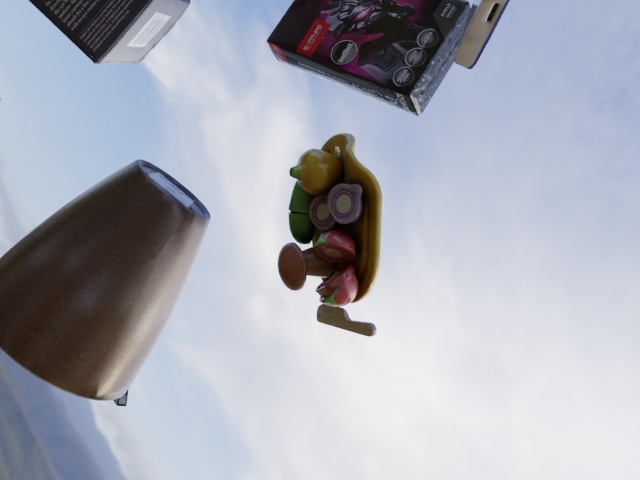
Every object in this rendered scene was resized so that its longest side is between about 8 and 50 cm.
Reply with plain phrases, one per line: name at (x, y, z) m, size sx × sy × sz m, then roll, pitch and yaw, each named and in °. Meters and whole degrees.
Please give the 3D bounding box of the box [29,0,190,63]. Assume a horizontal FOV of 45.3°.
box at (-0.268, -0.306, 0.856) m, size 0.207 × 0.108 × 0.153 m, roll 44°, pitch 12°, yaw -6°

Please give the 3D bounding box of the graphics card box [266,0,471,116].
graphics card box at (0.098, -0.423, 1.571) m, size 0.371 × 0.232 × 0.094 m, roll 29°, pitch -10°, yaw 27°

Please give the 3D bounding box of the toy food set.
toy food set at (0.000, 0.000, 0.790) m, size 0.128 × 0.071 × 0.217 m, roll 20°, pitch -67°, yaw 57°

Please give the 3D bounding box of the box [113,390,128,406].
box at (-0.375, 0.268, 1.453) m, size 0.067 × 0.018 × 0.083 m, roll 169°, pitch -72°, yaw -69°

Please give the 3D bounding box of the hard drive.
hard drive at (0.304, -0.453, 1.270) m, size 0.040 × 0.318 × 0.210 m, roll 23°, pitch -42°, yaw 0°

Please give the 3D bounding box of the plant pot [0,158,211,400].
plant pot at (-0.241, 0.026, 0.891) m, size 0.215 × 0.230 × 0.215 m, roll 40°, pitch 6°, yaw -5°
